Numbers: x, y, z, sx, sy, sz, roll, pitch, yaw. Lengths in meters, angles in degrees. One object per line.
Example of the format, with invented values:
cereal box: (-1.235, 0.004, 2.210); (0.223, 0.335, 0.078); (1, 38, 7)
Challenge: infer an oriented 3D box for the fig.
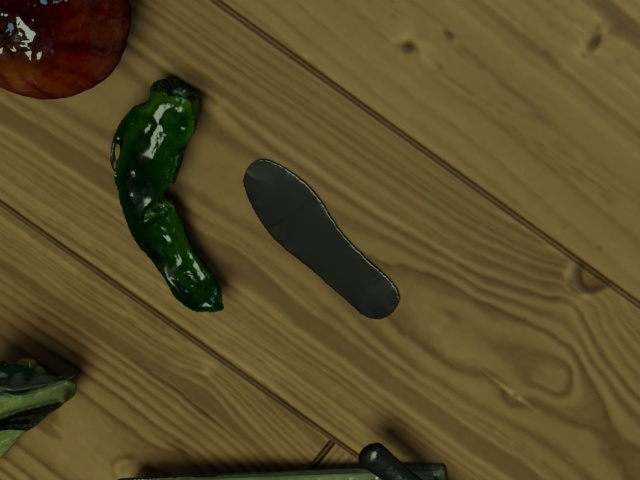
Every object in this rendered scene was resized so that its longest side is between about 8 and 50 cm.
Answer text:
fig: (-0.207, -0.160, 1.158); (0.128, 0.150, 0.128); (-5, 83, 43)

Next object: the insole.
insole: (0.000, 0.000, 1.241); (0.152, 0.002, 0.053); (44, 120, -6)

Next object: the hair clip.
hair clip: (-0.322, 0.188, 1.378); (0.091, 0.138, 0.321); (54, 124, 22)

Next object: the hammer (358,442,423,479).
hammer: (0.122, 0.237, 1.292); (0.246, 0.029, 0.103); (38, 122, -11)

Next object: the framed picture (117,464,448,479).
framed picture: (-0.020, 0.278, 1.361); (0.274, 0.017, 0.217); (-6, 114, 13)

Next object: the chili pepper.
chili pepper: (-0.114, -0.029, 1.235); (0.073, 0.050, 0.182); (-2, 117, 11)
